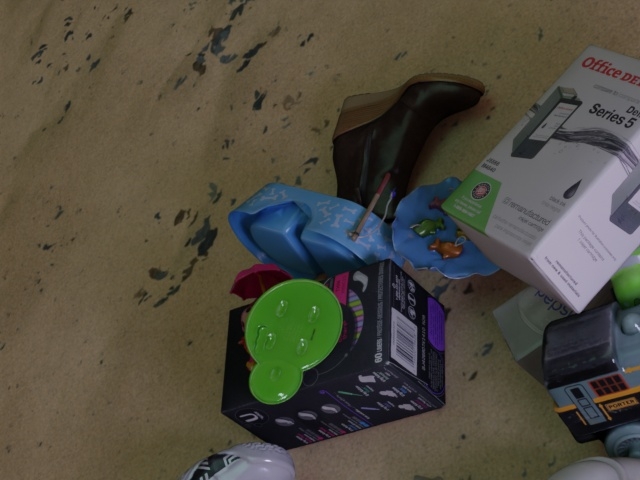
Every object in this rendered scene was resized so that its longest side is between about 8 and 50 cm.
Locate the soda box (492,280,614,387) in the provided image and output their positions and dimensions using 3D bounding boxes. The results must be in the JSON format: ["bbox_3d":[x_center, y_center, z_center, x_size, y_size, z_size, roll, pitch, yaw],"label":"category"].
[{"bbox_3d":[0.357,0.059,1.857,0.286,0.098,0.091,-36,44,16],"label":"soda box"}]

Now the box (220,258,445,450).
[{"bbox_3d":[0.017,0.156,2.042,0.270,0.143,0.165,-20,50,30],"label":"box"}]

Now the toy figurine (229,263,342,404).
[{"bbox_3d":[-0.066,0.101,1.985,0.159,0.130,0.173,45,121,60],"label":"toy figurine"}]

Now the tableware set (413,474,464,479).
[{"bbox_3d":[0.151,0.341,1.887,0.154,0.024,0.104,5,65,42],"label":"tableware set"}]

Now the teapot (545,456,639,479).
[{"bbox_3d":[0.289,0.320,1.621,0.256,0.187,0.252,-43,19,13],"label":"teapot"}]

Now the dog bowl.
[{"bbox_3d":[0.000,0.000,2.162,0.297,0.166,0.074,16,61,46],"label":"dog bowl"}]

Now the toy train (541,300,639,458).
[{"bbox_3d":[0.403,0.137,1.680,0.334,0.190,0.142,-19,38,30],"label":"toy train"}]

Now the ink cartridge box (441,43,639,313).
[{"bbox_3d":[0.303,-0.078,1.758,0.273,0.115,0.198,-48,32,-5],"label":"ink cartridge box"}]

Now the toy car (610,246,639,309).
[{"bbox_3d":[0.357,-0.015,1.786,0.239,0.053,0.225,-28,36,27],"label":"toy car"}]

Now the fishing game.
[{"bbox_3d":[0.179,-0.024,2.011,0.264,0.041,0.189,13,48,20],"label":"fishing game"}]

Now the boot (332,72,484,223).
[{"bbox_3d":[0.125,-0.125,2.215,0.248,0.090,0.207,-9,68,34],"label":"boot"}]

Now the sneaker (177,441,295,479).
[{"bbox_3d":[-0.153,0.436,2.000,0.366,0.137,0.210,-41,43,17],"label":"sneaker"}]
